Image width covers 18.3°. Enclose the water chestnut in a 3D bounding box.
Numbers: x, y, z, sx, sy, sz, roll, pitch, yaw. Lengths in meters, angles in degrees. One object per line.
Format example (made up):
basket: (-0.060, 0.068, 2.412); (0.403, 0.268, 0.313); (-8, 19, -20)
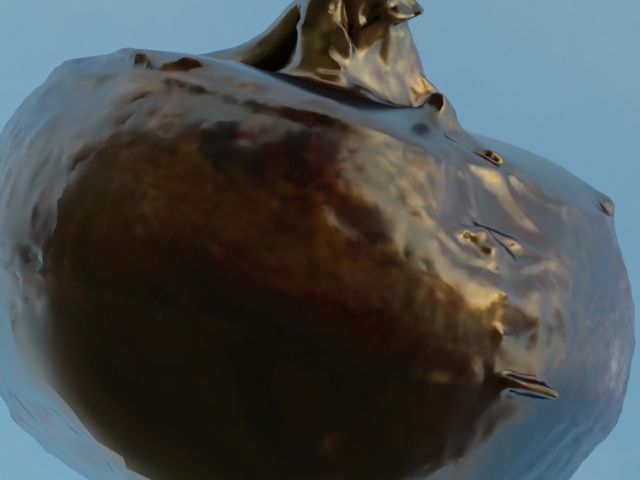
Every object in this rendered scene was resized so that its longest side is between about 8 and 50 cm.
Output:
water chestnut: (0.000, 0.000, 0.975); (0.350, 0.350, 0.302); (14, -91, 17)
